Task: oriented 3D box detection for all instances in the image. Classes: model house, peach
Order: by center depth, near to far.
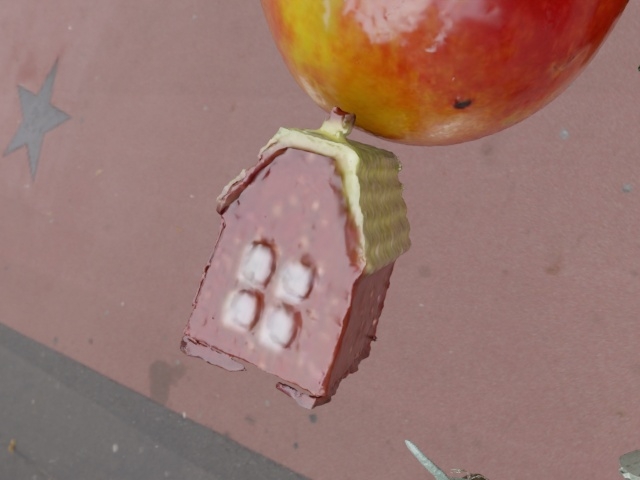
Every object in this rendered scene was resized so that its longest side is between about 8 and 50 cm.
[{"bbox_3d":[0.000,0.000,0.576,0.160,0.196,0.254,24,104,16],"label":"model house"},{"bbox_3d":[0.120,-0.271,0.585,0.388,0.388,0.388,-6,79,36],"label":"peach"}]

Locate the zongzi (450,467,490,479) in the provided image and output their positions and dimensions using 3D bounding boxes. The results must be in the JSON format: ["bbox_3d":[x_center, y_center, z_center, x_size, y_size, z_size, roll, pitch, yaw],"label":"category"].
[{"bbox_3d":[0.290,0.520,1.017,0.084,0.184,0.187,-13,115,4],"label":"zongzi"}]

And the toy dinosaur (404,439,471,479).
[{"bbox_3d":[0.216,0.377,0.833,0.205,0.393,0.092,-2,61,46],"label":"toy dinosaur"}]

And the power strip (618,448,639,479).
[{"bbox_3d":[0.539,0.303,0.839,0.227,0.080,0.029,-21,92,2],"label":"power strip"}]

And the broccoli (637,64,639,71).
[{"bbox_3d":[0.448,-0.195,0.603,0.270,0.270,0.270,1,71,-2],"label":"broccoli"}]
